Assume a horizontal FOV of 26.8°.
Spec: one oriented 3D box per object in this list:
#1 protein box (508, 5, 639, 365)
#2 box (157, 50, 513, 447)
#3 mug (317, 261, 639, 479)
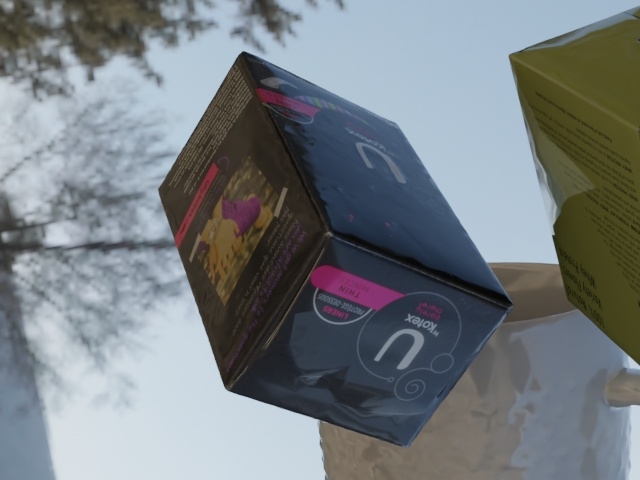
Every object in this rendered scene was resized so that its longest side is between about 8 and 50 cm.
[{"bbox_3d":[0.241,-0.032,0.883,0.200,0.136,0.201,-126,-164,-65],"label":"protein box"},{"bbox_3d":[0.000,0.000,1.009,0.143,0.165,0.270,-56,-148,21],"label":"box"},{"bbox_3d":[0.180,0.205,1.178,0.374,0.276,0.328,1,-79,31],"label":"mug"}]
